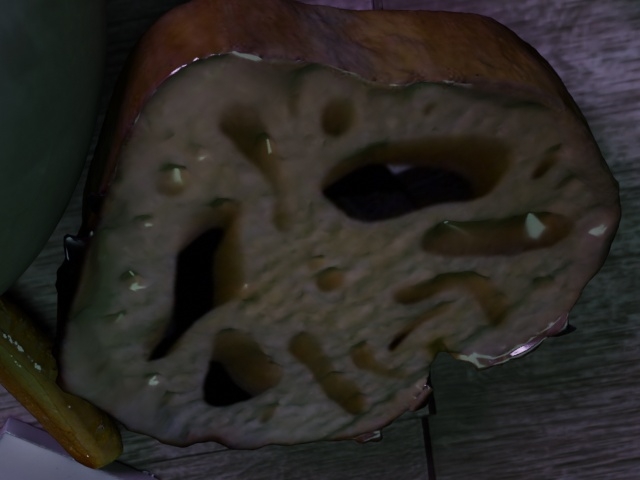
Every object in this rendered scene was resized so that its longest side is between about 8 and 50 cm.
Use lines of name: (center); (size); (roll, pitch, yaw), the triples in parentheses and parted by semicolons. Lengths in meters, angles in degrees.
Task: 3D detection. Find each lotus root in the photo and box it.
lotus root: (0.000, 0.000, 0.646); (0.390, 0.111, 0.375); (-25, 138, 8)

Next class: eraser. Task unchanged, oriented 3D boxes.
eraser: (-0.229, 0.222, 0.853); (0.150, 0.023, 0.104); (29, 114, -20)

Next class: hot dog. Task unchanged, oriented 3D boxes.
hot dog: (-0.224, 0.102, 0.770); (0.066, 0.047, 0.216); (-7, 128, 42)

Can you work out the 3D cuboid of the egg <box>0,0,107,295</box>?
egg: (-0.247, -0.103, 0.528); (0.258, 0.258, 0.352); (11, 111, -11)
